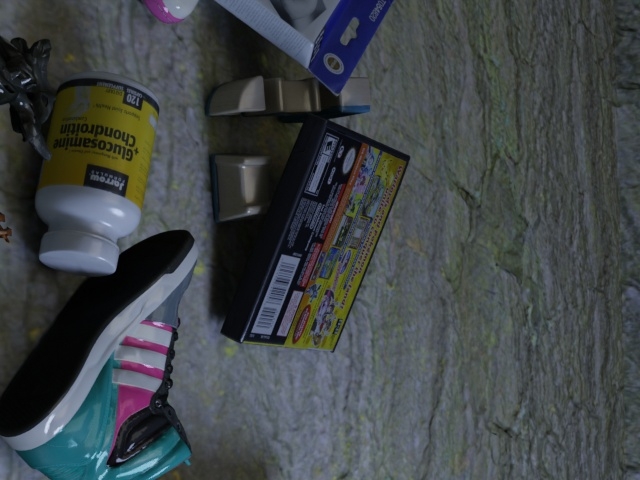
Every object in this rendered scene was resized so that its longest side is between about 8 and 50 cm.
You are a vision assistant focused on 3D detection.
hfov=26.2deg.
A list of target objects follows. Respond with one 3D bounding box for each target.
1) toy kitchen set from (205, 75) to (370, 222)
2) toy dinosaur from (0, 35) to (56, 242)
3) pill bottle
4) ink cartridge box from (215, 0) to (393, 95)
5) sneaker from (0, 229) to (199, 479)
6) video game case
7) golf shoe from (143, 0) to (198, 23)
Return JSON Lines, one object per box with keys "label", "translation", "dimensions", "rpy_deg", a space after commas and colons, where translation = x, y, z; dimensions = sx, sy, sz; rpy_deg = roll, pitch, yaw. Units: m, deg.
{"label": "toy kitchen set", "translation": [-0.050, -0.109, 1.665], "dimensions": [0.207, 0.122, 0.166], "rpy_deg": [-5, 91, -40]}
{"label": "toy dinosaur", "translation": [-0.325, -0.120, 1.064], "dimensions": [0.218, 0.164, 0.322], "rpy_deg": [44, 32, -64]}
{"label": "pill bottle", "translation": [-0.220, -0.063, 1.336], "dimensions": [0.103, 0.103, 0.184], "rpy_deg": [35, 56, -54]}
{"label": "ink cartridge box", "translation": [-0.019, -0.314, 1.664], "dimensions": [0.224, 0.045, 0.223], "rpy_deg": [37, 47, -10]}
{"label": "sneaker", "translation": [-0.178, 0.140, 1.359], "dimensions": [0.295, 0.124, 0.178], "rpy_deg": [-55, 128, -37]}
{"label": "video game case", "translation": [0.000, 0.000, 1.664], "dimensions": [0.248, 0.035, 0.275], "rpy_deg": [15, 97, -63]}
{"label": "golf shoe", "translation": [-0.122, -0.383, 1.514], "dimensions": [0.115, 0.140, 0.306], "rpy_deg": [39, 55, -54]}
